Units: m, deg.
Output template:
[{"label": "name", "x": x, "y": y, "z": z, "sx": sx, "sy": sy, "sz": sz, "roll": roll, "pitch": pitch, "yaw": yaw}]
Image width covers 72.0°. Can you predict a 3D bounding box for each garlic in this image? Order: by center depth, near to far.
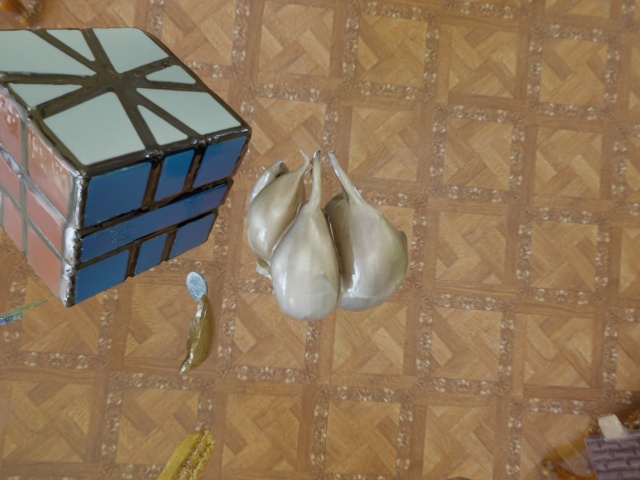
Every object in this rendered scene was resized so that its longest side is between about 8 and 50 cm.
[{"label": "garlic", "x": 0.000, "y": 0.000, "z": 0.653, "sx": 0.210, "sy": 0.292, "sz": 0.237, "roll": -17, "pitch": 74, "yaw": -19}]

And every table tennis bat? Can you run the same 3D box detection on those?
[{"label": "table tennis bat", "x": -0.422, "y": 0.176, "z": 1.543, "sx": 0.155, "sy": 0.019, "sz": 0.100, "roll": 51, "pitch": 121, "yaw": 18}]

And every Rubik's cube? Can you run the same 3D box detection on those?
[{"label": "Rubik's cube", "x": -0.324, "y": -0.127, "z": 0.671, "sx": 0.293, "sy": 0.283, "sz": 0.288, "roll": 45, "pitch": 42, "yaw": 9}]

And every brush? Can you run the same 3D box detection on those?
[{"label": "brush", "x": -0.853, "y": 0.203, "z": 1.264, "sx": 0.033, "sy": 0.178, "sz": 0.029, "roll": -5, "pitch": 97, "yaw": 4}]

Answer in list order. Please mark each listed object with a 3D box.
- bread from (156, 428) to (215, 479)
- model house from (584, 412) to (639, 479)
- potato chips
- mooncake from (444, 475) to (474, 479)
[{"label": "bread", "x": -0.365, "y": 0.617, "z": 1.194, "sx": 0.114, "sy": 0.211, "sz": 0.083, "roll": -33, "pitch": 104, "yaw": 26}, {"label": "model house", "x": 0.541, "y": 0.350, "z": 0.636, "sx": 0.237, "sy": 0.202, "sz": 0.237, "roll": -23, "pitch": 68, "yaw": 31}, {"label": "potato chips", "x": -0.284, "y": 0.227, "z": 1.053, "sx": 0.062, "sy": 0.208, "sz": 0.195, "roll": 17, "pitch": 67, "yaw": -16}, {"label": "mooncake", "x": 0.186, "y": 0.511, "z": 0.572, "sx": 0.194, "sy": 0.356, "sz": 0.355, "roll": 9, "pitch": 85, "yaw": 35}]
